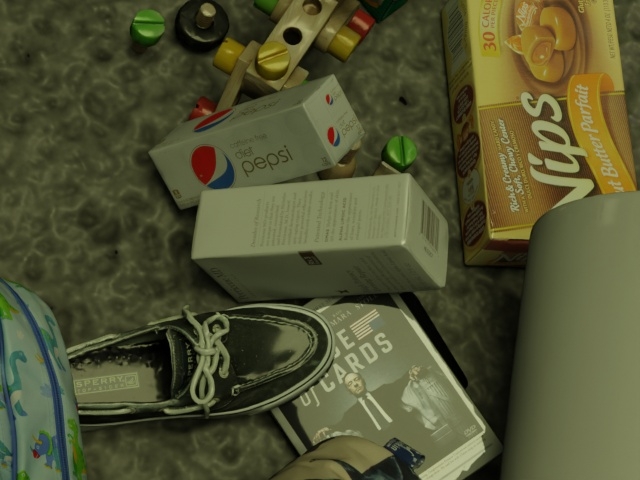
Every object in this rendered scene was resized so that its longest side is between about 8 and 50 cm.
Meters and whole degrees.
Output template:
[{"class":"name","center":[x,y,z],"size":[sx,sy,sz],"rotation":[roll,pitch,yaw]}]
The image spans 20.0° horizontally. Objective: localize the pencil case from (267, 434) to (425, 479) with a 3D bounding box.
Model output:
[{"class":"pencil case","center":[-0.036,0.309,1.605],"size":[0.410,0.183,0.160],"rotation":[-28,117,-57]}]

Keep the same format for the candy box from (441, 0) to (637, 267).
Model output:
[{"class":"candy box","center":[0.243,-0.129,2.010],"size":[0.182,0.087,0.317],"rotation":[3,69,-16]}]

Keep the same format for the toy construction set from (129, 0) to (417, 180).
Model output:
[{"class":"toy construction set","center":[0.000,-0.188,1.876],"size":[0.257,0.237,0.309],"rotation":[-30,81,-25]}]

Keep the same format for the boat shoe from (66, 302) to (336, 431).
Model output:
[{"class":"boat shoe","center":[-0.129,0.117,1.768],"size":[0.306,0.105,0.113],"rotation":[-5,78,-10]}]

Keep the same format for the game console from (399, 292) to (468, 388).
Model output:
[{"class":"game console","center":[0.078,0.128,1.903],"size":[0.107,0.071,0.122],"rotation":[-33,80,5]}]

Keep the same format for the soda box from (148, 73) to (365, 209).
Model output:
[{"class":"soda box","center":[-0.066,-0.098,1.826],"size":[0.069,0.216,0.074],"rotation":[-48,116,-47]}]

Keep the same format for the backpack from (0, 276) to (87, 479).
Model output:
[{"class":"backpack","center":[-0.345,0.180,1.616],"size":[0.273,0.290,0.356],"rotation":[43,40,-43]}]

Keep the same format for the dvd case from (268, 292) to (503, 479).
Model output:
[{"class":"dvd case","center":[0.049,0.165,1.841],"size":[0.179,0.029,0.239],"rotation":[-34,82,-7]}]

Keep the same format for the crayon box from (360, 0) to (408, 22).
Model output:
[{"class":"crayon box","center":[0.119,-0.395,2.079],"size":[0.278,0.081,0.165],"rotation":[-38,84,-25]}]

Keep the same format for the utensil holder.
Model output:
[{"class":"utensil holder","center":[0.334,0.182,1.771],"size":[0.327,0.327,0.386],"rotation":[12,70,-12]}]

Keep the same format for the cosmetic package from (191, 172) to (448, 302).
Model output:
[{"class":"cosmetic package","center":[0.000,0.000,1.807],"size":[0.231,0.117,0.086],"rotation":[-6,63,23]}]
